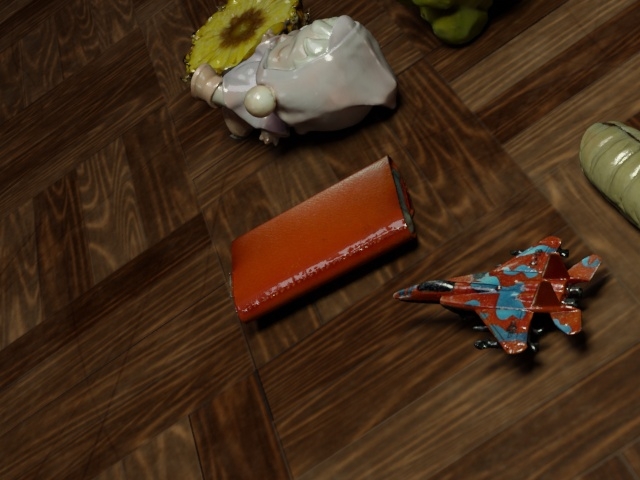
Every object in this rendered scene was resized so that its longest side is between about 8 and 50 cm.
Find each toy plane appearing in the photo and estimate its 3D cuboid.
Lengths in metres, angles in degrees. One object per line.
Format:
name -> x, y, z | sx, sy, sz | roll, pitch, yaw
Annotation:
toy plane -> 0.147, 0.051, 0.999 | 0.189, 0.061, 0.130 | -10, 43, 42

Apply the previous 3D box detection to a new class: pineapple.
pineapple -> -0.097, -0.274, 1.599 | 0.225, 0.076, 0.225 | -25, 38, 22

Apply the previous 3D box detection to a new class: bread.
bread -> 0.286, -0.052, 0.998 | 0.073, 0.053, 0.214 | -32, 33, 3

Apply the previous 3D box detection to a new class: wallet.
wallet -> 0.000, 0.000, 1.209 | 0.204, 0.045, 0.142 | -28, 33, 13

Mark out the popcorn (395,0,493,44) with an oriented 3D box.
popcorn -> 0.170, -0.378, 1.362 | 0.241, 0.235, 0.250 | 115, 155, -44

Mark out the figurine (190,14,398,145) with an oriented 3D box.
figurine -> -0.033, -0.188, 1.389 | 0.276, 0.133, 0.200 | -9, 30, 42
